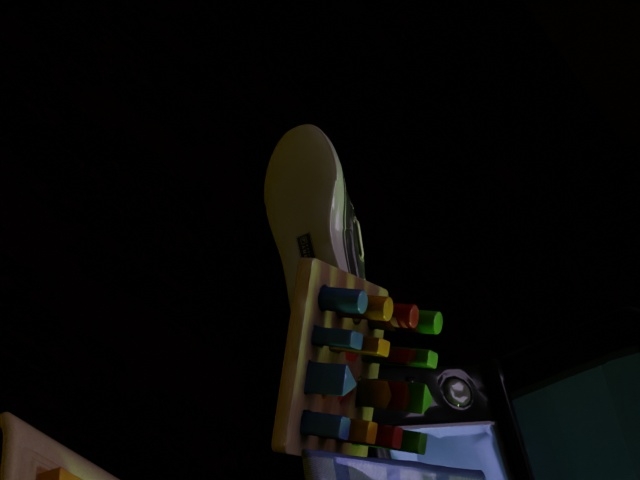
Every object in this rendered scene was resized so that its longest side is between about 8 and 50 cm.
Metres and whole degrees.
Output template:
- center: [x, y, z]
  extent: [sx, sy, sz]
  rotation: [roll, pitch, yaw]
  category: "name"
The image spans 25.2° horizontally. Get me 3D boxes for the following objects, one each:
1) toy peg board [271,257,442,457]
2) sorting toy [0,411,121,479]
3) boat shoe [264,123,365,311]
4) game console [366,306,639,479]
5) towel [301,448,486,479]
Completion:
- center: [0.039, 0.109, 1.215]
  extent: [0.160, 0.079, 0.161]
  rotation: [26, 69, -62]
  category: "toy peg board"
- center: [-0.120, 0.219, 0.830]
  extent: [0.193, 0.038, 0.208]
  rotation: [44, 29, -46]
  category: "sorting toy"
- center: [0.000, 0.000, 1.344]
  extent: [0.070, 0.078, 0.219]
  rotation: [30, 49, -59]
  category: "boat shoe"
- center: [0.192, 0.220, 1.286]
  extent: [0.250, 0.173, 0.293]
  rotation: [1, 61, -30]
  category: "game console"
- center: [0.078, 0.310, 1.125]
  extent: [0.209, 0.034, 0.285]
  rotation: [14, 57, -38]
  category: "towel"
